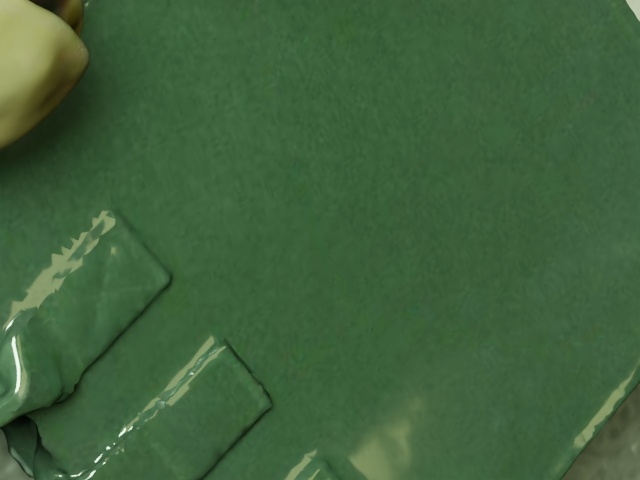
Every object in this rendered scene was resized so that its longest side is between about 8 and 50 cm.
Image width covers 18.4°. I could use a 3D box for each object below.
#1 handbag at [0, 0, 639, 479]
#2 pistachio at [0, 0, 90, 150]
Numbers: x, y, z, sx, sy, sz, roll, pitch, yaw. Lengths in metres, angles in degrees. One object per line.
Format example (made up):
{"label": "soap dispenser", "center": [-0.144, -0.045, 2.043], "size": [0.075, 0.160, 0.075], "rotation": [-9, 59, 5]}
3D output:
{"label": "handbag", "center": [-0.001, -0.001, 0.627], "size": [0.260, 0.079, 0.247], "rotation": [-50, 119, -22]}
{"label": "pistachio", "center": [-0.148, -0.065, 0.477], "size": [0.185, 0.126, 0.108], "rotation": [10, 65, -15]}
